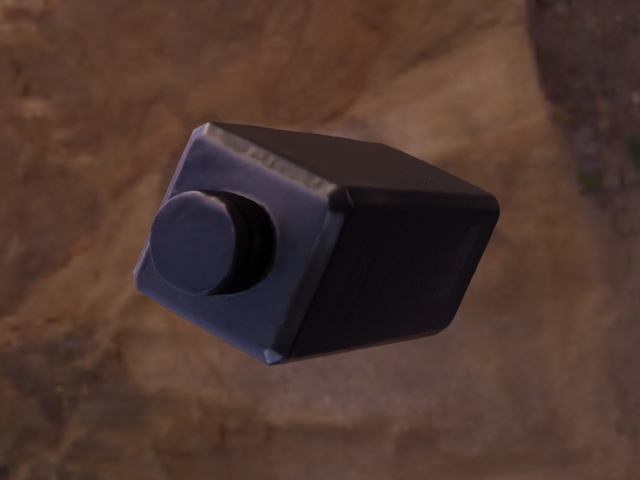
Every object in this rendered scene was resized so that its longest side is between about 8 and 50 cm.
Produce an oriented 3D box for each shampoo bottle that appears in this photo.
[{"bbox_3d":[0.000,0.000,0.729,0.246,0.079,0.080,0,-65,-67],"label":"shampoo bottle"}]
